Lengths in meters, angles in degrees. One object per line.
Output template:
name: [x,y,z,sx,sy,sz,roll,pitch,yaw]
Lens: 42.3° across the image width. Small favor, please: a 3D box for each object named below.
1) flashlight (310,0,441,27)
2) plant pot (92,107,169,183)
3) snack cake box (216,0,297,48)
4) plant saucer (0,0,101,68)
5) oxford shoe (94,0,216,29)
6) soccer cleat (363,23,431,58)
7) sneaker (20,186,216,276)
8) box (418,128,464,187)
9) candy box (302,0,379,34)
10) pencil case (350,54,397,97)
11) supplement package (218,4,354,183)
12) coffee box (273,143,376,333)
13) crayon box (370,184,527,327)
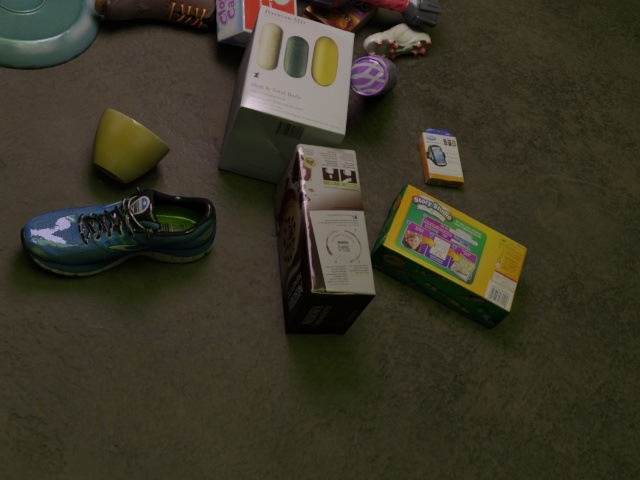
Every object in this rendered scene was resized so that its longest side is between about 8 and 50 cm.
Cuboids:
flashlight: [0.124,-0.540,1.840,0.303,0.103,0.103,10,21,-22]
plant pot: [-0.351,-0.158,1.477,0.134,0.134,0.095,30,80,-1]
snack cake box: [-0.133,-0.536,1.716,0.152,0.089,0.265,2,83,-46]
plant saucer: [-0.590,-0.471,1.617,0.317,0.044,0.318,10,57,-16]
oxford shoe: [-0.284,-0.503,1.705,0.363,0.130,0.133,-25,78,-31]
soccer cleat: [0.167,-0.457,1.888,0.196,0.068,0.076,-13,60,-35]
sneaker: [-0.330,-0.032,1.385,0.329,0.147,0.130,-8,63,-24]
box: [0.257,-0.178,1.773,0.081,0.028,0.136,7,56,-17]
candy box: [0.050,-0.525,1.889,0.109,0.053,0.187,37,53,4]
pencil case: [0.109,-0.342,1.719,0.088,0.206,0.087,-3,99,11]
supplement package: [-0.065,-0.271,1.599,0.199,0.198,0.263,14,56,-12]
coffee box: [0.000,0.000,1.479,0.118,0.168,0.297,4,58,-19]
crayon box: [0.250,0.030,1.609,0.278,0.081,0.165,28,54,-3]
